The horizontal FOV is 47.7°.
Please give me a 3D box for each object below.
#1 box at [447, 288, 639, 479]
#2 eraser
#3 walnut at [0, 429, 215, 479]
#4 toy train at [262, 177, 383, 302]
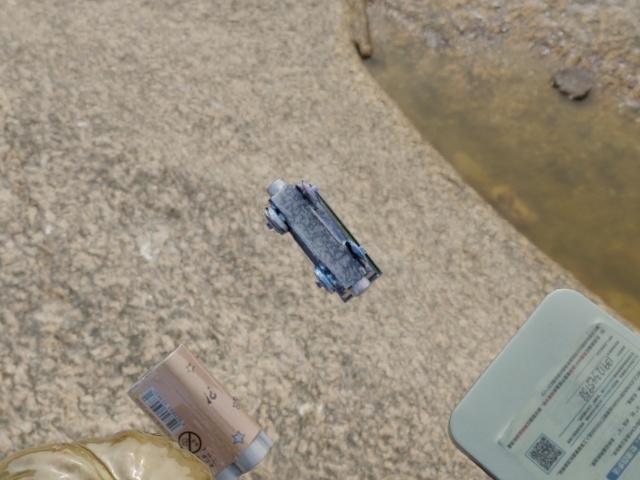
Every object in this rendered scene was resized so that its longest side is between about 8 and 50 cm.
[{"bbox_3d":[0.503,0.348,1.400,0.396,0.111,0.396,40,83,18],"label":"box"},{"bbox_3d":[-0.257,0.377,1.521,0.290,0.171,0.087,48,17,-5],"label":"eraser"},{"bbox_3d":[-0.253,0.346,0.766,0.285,0.285,0.296,16,22,9],"label":"walnut"},{"bbox_3d":[0.000,0.000,1.532,0.131,0.202,0.300,-38,78,3],"label":"toy train"}]
